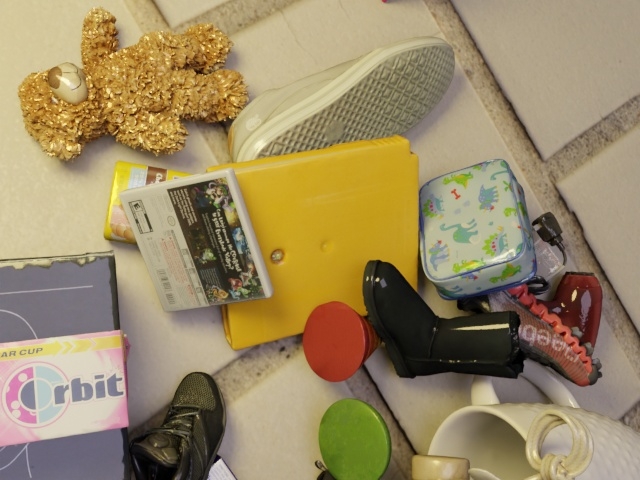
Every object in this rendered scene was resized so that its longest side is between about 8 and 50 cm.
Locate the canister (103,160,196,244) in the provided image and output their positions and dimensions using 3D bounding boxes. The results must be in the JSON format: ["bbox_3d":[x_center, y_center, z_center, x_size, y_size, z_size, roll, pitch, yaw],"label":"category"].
[{"bbox_3d":[-0.228,-0.046,1.050,0.170,0.073,0.126,9,81,-16],"label":"canister"}]

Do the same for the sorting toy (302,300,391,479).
[{"bbox_3d":[0.078,0.271,1.063,0.126,0.127,0.365,3,72,-49],"label":"sorting toy"}]

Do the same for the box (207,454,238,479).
[{"bbox_3d":[-0.167,0.398,1.005,0.137,0.072,0.126,-35,93,-19],"label":"box"}]

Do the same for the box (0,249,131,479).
[{"bbox_3d":[-0.397,0.226,0.879,0.293,0.212,0.395,-3,84,-19],"label":"box"}]

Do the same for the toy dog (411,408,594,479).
[{"bbox_3d":[0.196,0.357,0.890,0.161,0.333,0.220,8,57,-35],"label":"toy dog"}]

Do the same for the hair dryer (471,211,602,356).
[{"bbox_3d":[0.393,0.118,1.253,0.223,0.080,0.293,-36,90,-2],"label":"hair dryer"}]

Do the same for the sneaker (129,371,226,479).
[{"bbox_3d":[-0.189,0.262,0.956,0.087,0.130,0.227,3,48,10],"label":"sneaker"}]

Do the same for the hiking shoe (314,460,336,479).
[{"bbox_3d":[-0.001,0.453,1.057,0.114,0.086,0.227,22,66,-8],"label":"hiking shoe"}]

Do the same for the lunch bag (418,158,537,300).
[{"bbox_3d":[0.244,-0.018,1.131,0.090,0.176,0.219,49,31,-43],"label":"lunch bag"}]

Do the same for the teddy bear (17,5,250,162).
[{"bbox_3d":[-0.270,-0.235,1.044,0.338,0.113,0.245,-1,80,-19],"label":"teddy bear"}]

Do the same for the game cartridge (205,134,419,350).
[{"bbox_3d":[0.000,0.000,1.070,0.323,0.052,0.285,-13,116,-22],"label":"game cartridge"}]

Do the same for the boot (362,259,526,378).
[{"bbox_3d":[0.192,0.118,1.062,0.094,0.207,0.246,-68,142,-47],"label":"boot"}]

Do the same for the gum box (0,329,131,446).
[{"bbox_3d":[-0.302,0.162,0.774,0.188,0.062,0.107,-4,84,-20],"label":"gum box"}]

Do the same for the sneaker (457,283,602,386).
[{"bbox_3d":[0.336,0.154,1.163,0.135,0.097,0.276,-45,89,-2],"label":"sneaker"}]

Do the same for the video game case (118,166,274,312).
[{"bbox_3d":[-0.171,0.004,0.976,0.173,0.022,0.190,-9,110,20],"label":"video game case"}]

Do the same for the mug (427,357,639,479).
[{"bbox_3d":[0.361,0.352,1.111,0.328,0.276,0.374,6,50,-29],"label":"mug"}]

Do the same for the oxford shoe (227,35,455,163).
[{"bbox_3d":[0.035,-0.222,1.137,0.449,0.130,0.169,-31,135,-21],"label":"oxford shoe"}]

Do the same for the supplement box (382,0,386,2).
[{"bbox_3d":[0.140,-0.513,1.166,0.114,0.220,0.111,42,72,-10],"label":"supplement box"}]
